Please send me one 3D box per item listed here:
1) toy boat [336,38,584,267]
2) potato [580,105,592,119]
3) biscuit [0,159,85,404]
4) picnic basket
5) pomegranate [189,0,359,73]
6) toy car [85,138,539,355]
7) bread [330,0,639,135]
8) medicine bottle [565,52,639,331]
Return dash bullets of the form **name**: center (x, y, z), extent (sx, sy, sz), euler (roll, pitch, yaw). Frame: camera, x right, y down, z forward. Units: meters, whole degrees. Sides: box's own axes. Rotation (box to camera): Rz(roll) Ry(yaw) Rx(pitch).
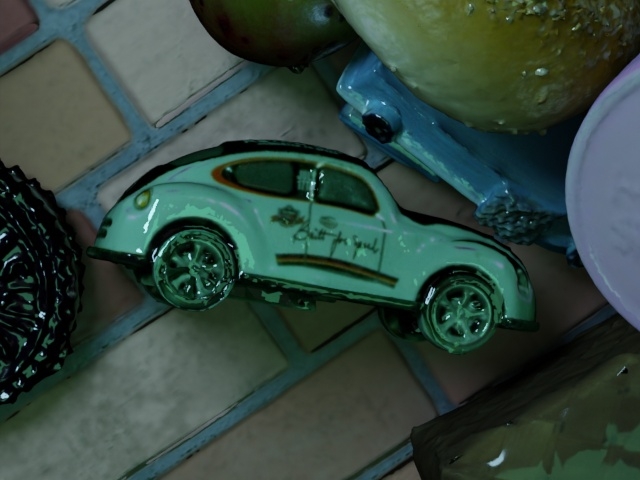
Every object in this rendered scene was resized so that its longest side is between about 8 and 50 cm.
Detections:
- **toy boat**: center (0.116, -0.058, 1.014), extent (0.238, 0.098, 0.109), euler (33, 65, -9)
- **potato**: center (0.213, -0.105, 1.046), extent (0.096, 0.066, 0.103), euler (-14, 115, 19)
- **biscuit**: center (-0.254, 0.031, 1.005), extent (0.195, 0.053, 0.194), euler (-2, 103, -8)
- **picnic basket**: center (0.237, 0.211, 1.014), extent (0.291, 0.254, 0.321), euler (-30, 94, -2)
- **pomegranate**: center (-0.033, -0.186, 0.964), extent (0.129, 0.129, 0.159), euler (-34, 85, -1)
- **toy car**: center (0.000, 0.000, 0.999), extent (0.306, 0.136, 0.125), euler (8, 88, -10)
- **bread**: center (0.098, -0.216, 0.896), extent (0.159, 0.305, 0.305), euler (-30, 108, 35)
- **medicine bottle**: center (0.299, -0.076, 0.902), extent (0.202, 0.316, 0.202), euler (18, 126, 27)
